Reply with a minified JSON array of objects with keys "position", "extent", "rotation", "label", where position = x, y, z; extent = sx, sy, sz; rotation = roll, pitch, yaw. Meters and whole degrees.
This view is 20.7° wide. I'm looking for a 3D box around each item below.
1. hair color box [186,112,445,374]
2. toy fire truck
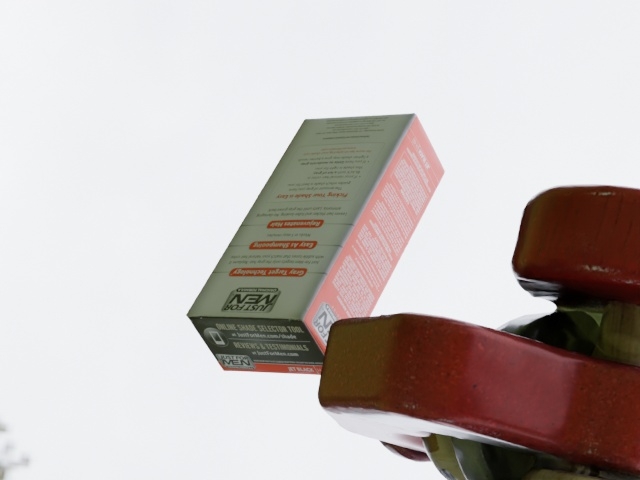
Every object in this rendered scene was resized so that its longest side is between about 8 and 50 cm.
[{"position":[0.000,0.000,0.861],"extent":[0.072,0.043,0.141],"rotation":[0,-135,36],"label":"hair color box"},{"position":[0.135,0.092,0.741],"extent":[0.254,0.302,0.169],"rotation":[163,-59,-69],"label":"toy fire truck"}]
